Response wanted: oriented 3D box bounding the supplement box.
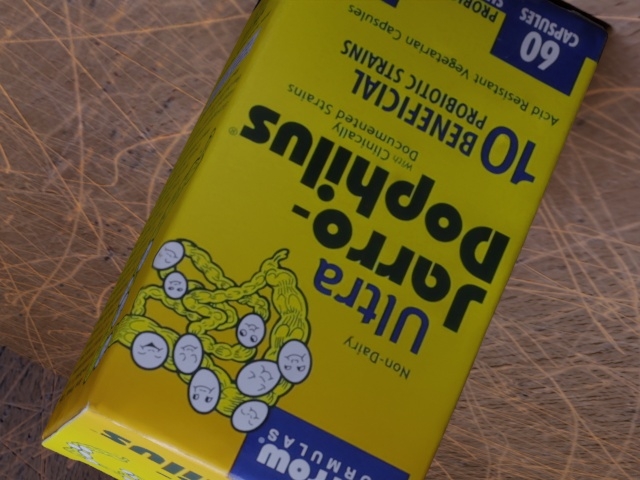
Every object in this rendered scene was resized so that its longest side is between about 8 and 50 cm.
[{"bbox_3d":[0.000,0.000,1.056,0.194,0.356,0.195,27,162,-9],"label":"supplement box"}]
